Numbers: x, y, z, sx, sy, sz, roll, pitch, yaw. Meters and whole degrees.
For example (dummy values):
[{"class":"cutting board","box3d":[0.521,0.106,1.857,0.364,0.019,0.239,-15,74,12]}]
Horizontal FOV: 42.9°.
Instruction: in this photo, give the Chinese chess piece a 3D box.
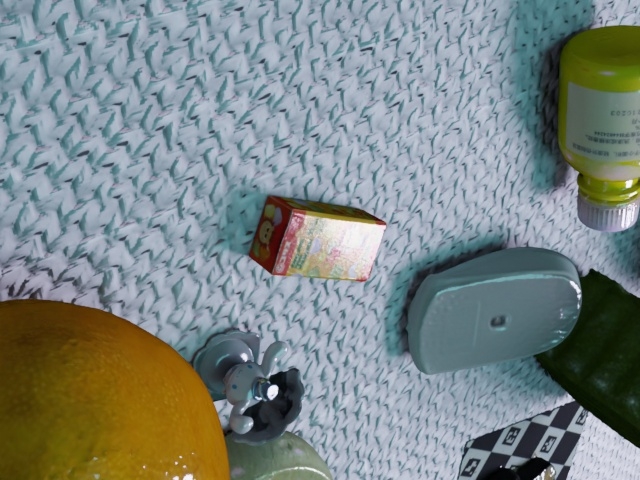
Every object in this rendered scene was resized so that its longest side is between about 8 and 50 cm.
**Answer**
[{"class":"Chinese chess piece","box3d":[-0.071,0.275,0.799,0.188,0.083,0.189,-19,126,-29]}]

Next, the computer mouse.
[{"class":"computer mouse","box3d":[0.195,0.075,0.924,0.230,0.079,0.128,-5,115,-21]}]

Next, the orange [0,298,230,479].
[{"class":"orange","box3d":[-0.190,0.165,0.529,0.261,0.261,0.261,-20,125,-31]}]

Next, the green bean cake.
[{"class":"green bean cake","box3d":[0.424,0.180,1.048,0.156,0.250,0.247,-52,135,-4]}]

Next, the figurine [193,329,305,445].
[{"class":"figurine","box3d":[-0.060,0.129,0.724,0.094,0.086,0.082,-47,133,-10]}]

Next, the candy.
[{"class":"candy","box3d":[0.000,0.000,0.737,0.122,0.038,0.062,6,109,-42]}]

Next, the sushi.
[{"class":"sushi","box3d":[0.307,0.387,1.202,0.294,0.059,0.292,-11,119,-36]}]

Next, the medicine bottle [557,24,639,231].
[{"class":"medicine bottle","box3d":[0.320,-0.113,0.887,0.121,0.122,0.213,-29,129,-25]}]
